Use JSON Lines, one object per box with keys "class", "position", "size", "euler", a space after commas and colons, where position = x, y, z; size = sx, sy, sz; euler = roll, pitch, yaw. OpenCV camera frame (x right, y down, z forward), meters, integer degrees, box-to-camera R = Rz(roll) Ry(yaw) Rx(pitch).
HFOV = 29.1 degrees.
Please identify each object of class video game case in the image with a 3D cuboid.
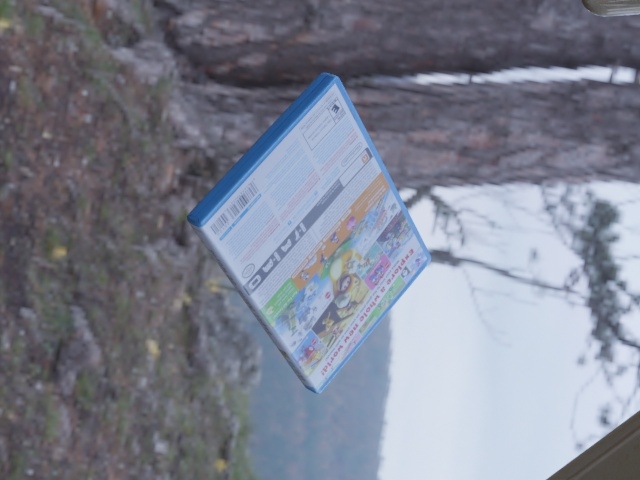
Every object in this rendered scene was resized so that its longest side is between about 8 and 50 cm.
{"class": "video game case", "position": [0.000, 0.000, 0.728], "size": [0.119, 0.015, 0.166], "euler": [-49, 135, -18]}

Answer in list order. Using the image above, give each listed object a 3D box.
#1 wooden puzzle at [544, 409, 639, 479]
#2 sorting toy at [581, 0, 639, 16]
{"class": "wooden puzzle", "position": [0.353, 0.313, 1.385], "size": [0.044, 0.221, 0.238], "euler": [54, 0, -33]}
{"class": "sorting toy", "position": [0.364, -0.311, 1.013], "size": [0.041, 0.307, 0.229], "euler": [-112, -163, -66]}
